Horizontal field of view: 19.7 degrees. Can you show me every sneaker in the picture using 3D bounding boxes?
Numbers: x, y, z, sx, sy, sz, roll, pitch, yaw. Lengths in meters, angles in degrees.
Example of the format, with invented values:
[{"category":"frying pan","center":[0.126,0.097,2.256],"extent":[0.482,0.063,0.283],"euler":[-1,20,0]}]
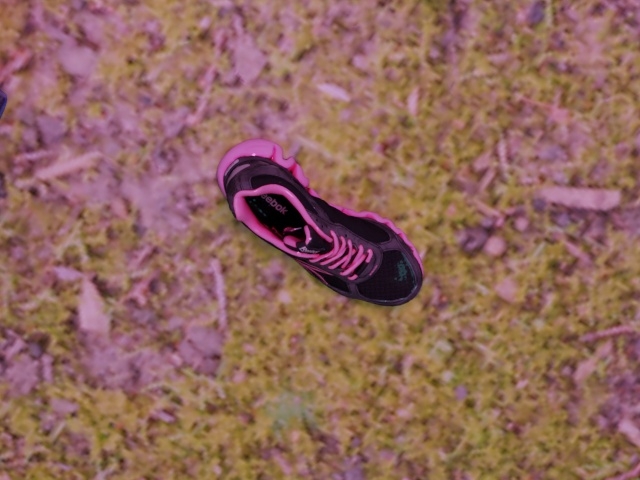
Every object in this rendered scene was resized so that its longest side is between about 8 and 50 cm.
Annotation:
[{"category":"sneaker","center":[0.000,0.000,0.899],"extent":[0.119,0.057,0.047],"euler":[32,105,-14]}]

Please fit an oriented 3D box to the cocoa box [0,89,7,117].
[{"category":"cocoa box","center":[-0.326,0.022,0.757],"extent":[0.228,0.231,0.347],"euler":[14,108,-40]}]
